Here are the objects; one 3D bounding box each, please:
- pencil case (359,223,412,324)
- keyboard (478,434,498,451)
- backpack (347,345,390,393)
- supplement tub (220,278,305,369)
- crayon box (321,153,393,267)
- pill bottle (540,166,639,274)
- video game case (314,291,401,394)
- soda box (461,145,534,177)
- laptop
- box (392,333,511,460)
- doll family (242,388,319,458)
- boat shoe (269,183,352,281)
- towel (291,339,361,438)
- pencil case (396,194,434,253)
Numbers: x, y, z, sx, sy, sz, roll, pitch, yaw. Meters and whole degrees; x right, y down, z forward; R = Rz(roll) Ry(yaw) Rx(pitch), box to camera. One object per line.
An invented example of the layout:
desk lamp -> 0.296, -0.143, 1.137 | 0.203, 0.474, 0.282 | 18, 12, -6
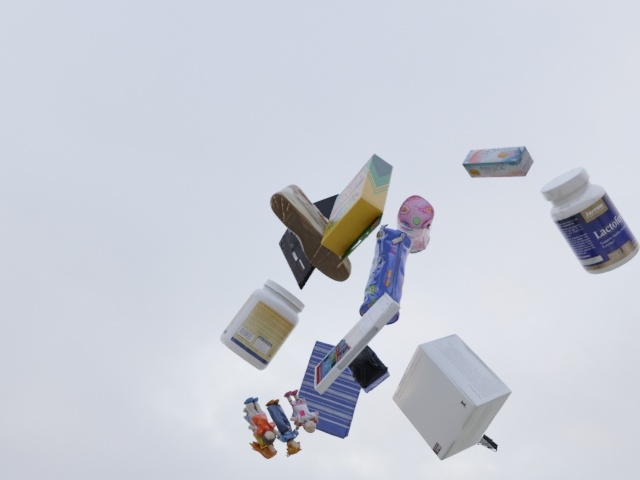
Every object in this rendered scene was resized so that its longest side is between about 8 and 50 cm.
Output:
pencil case -> 0.204, 0.100, 1.733 | 0.119, 0.306, 0.133 | 21, -33, -8
keyboard -> 0.428, 0.532, 1.593 | 0.100, 0.038, 0.192 | 44, -16, -10
backpack -> 0.127, 0.366, 1.641 | 0.098, 0.120, 0.101 | -33, -30, -11
supplement tub -> -0.228, 0.336, 2.306 | 0.228, 0.316, 0.228 | 35, -12, 8
crayon box -> 0.105, -0.091, 1.626 | 0.081, 0.318, 0.202 | 34, -55, -11
pill bottle -> 0.712, -0.055, 1.525 | 0.153, 0.153, 0.265 | -32, -86, 41
video game case -> 0.089, 0.253, 1.460 | 0.025, 0.285, 0.204 | 43, 1, -1
soda box -> 0.485, -0.214, 1.573 | 0.183, 0.058, 0.063 | 6, -34, 52
laptop -> 0.000, 0.000, 1.951 | 0.136, 0.234, 0.264 | 8, -53, -35
box -> 0.275, 0.332, 1.229 | 0.119, 0.182, 0.181 | -8, -49, -35
doll family -> -0.123, 0.535, 1.629 | 0.263, 0.163, 0.118 | 5, -46, -48
boat shoe -> -0.007, -0.029, 1.746 | 0.341, 0.110, 0.121 | 53, -43, -2
towel -> 0.042, 0.591, 2.283 | 0.243, 0.336, 0.040 | 14, -18, 16
pencil case -> 0.319, -0.047, 1.932 | 0.124, 0.124, 0.284 | -2, -19, 6
